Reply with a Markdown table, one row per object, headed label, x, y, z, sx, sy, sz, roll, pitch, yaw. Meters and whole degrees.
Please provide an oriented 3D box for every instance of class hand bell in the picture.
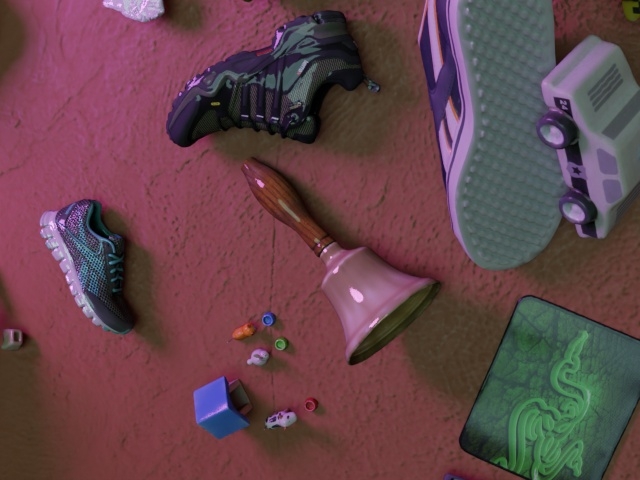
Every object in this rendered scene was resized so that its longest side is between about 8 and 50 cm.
| label | x | y | z | sx | sy | sz | roll | pitch | yaw |
| --- | --- | --- | --- | --- | --- | --- | --- | --- | --- |
| hand bell | 0.000 | 0.000 | 1.027 | 0.126 | 0.126 | 0.242 | -47 | 72 | 16 |

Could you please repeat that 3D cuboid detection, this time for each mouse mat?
| label | x | y | z | sx | sy | sz | roll | pitch | yaw |
| --- | --- | --- | --- | --- | --- | --- | --- | --- | --- |
| mouse mat | 0.246 | 0.167 | 1.021 | 0.153 | 0.007 | 0.189 | 23 | 104 | 10 |

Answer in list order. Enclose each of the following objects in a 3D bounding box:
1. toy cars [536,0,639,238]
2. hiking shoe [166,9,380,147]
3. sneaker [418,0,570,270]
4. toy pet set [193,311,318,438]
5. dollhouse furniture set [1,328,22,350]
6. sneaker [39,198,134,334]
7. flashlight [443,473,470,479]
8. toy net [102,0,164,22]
| label | x | y | z | sx | sy | sz | roll | pitch | yaw |
| --- | --- | --- | --- | --- | --- | --- | --- | --- | --- |
| toy cars | 0.286 | -0.185 | 0.866 | 0.087 | 0.176 | 0.393 | 19 | 105 | 44 |
| hiking shoe | -0.055 | -0.142 | 1.013 | 0.227 | 0.086 | 0.114 | -29 | 87 | 16 |
| sneaker | 0.169 | -0.131 | 0.947 | 0.126 | 0.127 | 0.321 | -10 | 121 | -6 |
| toy pet set | -0.082 | 0.161 | 1.075 | 0.114 | 0.065 | 0.122 | -27 | 90 | 16 |
| dollhouse furniture set | -0.414 | 0.079 | 1.173 | 0.081 | 0.091 | 0.114 | -26 | 63 | 45 |
| sneaker | -0.249 | 0.027 | 1.102 | 0.076 | 0.065 | 0.166 | -30 | 91 | 13 |
| flashlight | 0.259 | 0.341 | 0.994 | 0.304 | 0.103 | 0.103 | 15 | 104 | 11 |
| toy net | -0.224 | -0.343 | 1.053 | 0.122 | 0.045 | 0.232 | -36 | 90 | 15 |
